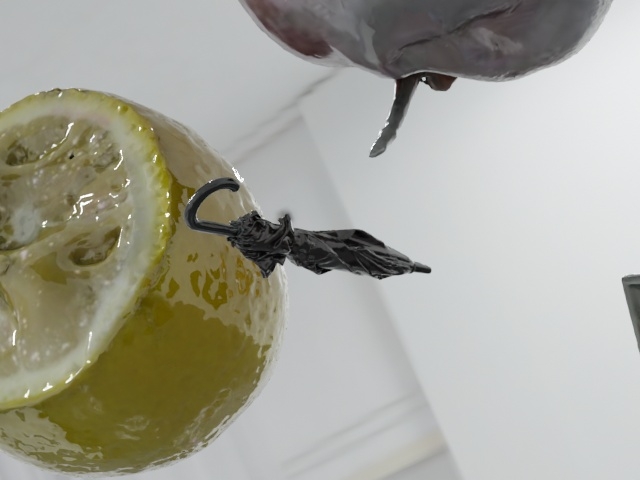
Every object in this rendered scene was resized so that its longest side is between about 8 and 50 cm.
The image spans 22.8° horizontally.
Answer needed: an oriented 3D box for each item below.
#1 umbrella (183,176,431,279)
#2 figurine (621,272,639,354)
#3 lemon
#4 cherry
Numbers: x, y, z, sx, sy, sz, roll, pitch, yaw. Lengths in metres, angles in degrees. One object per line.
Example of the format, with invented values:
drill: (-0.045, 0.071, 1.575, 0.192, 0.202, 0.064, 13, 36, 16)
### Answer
umbrella: (-0.002, 0.002, 0.441, 0.022, 0.013, 0.122, -50, -31, 13)
figurine: (0.359, 0.069, 0.987, 0.285, 0.342, 0.167, -13, -25, -21)
lemon: (-0.185, 0.058, 1.474, 0.364, 0.364, 0.364, -23, -13, -6)
cherry: (0.088, -0.271, 1.232, 0.291, 0.326, 0.335, -29, -32, -59)
